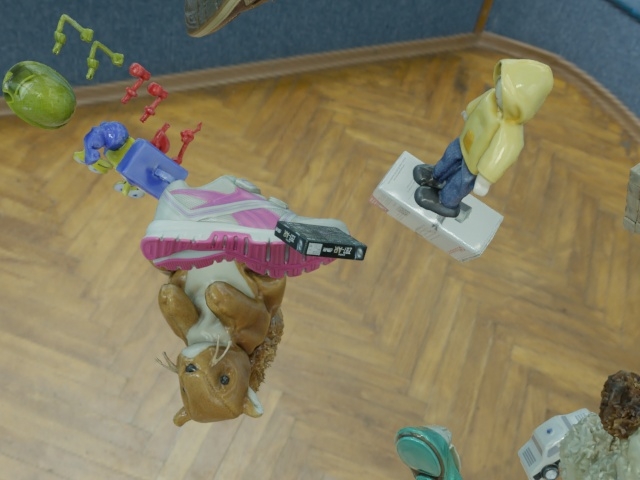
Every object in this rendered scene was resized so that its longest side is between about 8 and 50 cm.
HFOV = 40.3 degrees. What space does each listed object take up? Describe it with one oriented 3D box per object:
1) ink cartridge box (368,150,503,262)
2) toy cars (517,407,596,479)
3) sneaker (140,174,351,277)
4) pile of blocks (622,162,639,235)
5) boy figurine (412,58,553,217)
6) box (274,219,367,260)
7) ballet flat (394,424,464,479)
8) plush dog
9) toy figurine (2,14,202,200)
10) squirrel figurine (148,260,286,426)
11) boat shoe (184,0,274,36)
[{"bbox_3d":[0.209,-0.058,1.605,0.218,0.158,0.092,35,84,0],"label":"ink cartridge box"},{"bbox_3d":[0.546,0.382,1.688,0.087,0.394,0.176,50,50,-22],"label":"toy cars"},{"bbox_3d":[-0.086,-0.026,1.057,0.252,0.103,0.111,5,62,-12],"label":"sneaker"},{"bbox_3d":[0.568,-0.075,1.188,0.362,0.149,0.112,-12,39,-35],"label":"pile of blocks"},{"bbox_3d":[0.239,-0.148,1.281,0.092,0.285,0.177,15,52,-15],"label":"boy figurine"},{"bbox_3d":[0.000,0.000,0.969,0.083,0.018,0.067,6,16,-36],"label":"box"},{"bbox_3d":[0.178,0.343,1.377,0.083,0.247,0.087,9,50,31],"label":"ballet flat"},{"bbox_3d":[0.324,0.251,0.809,0.262,0.225,0.211,35,45,30],"label":"plush dog"},{"bbox_3d":[-0.290,-0.164,1.373,0.191,0.362,0.217,-51,48,-2],"label":"toy figurine"},{"bbox_3d":[-0.185,0.219,1.794,0.281,0.397,0.370,-10,54,8],"label":"squirrel figurine"},{"bbox_3d":[-0.097,-0.416,1.374,0.123,0.342,0.123,7,64,-36],"label":"boat shoe"}]
